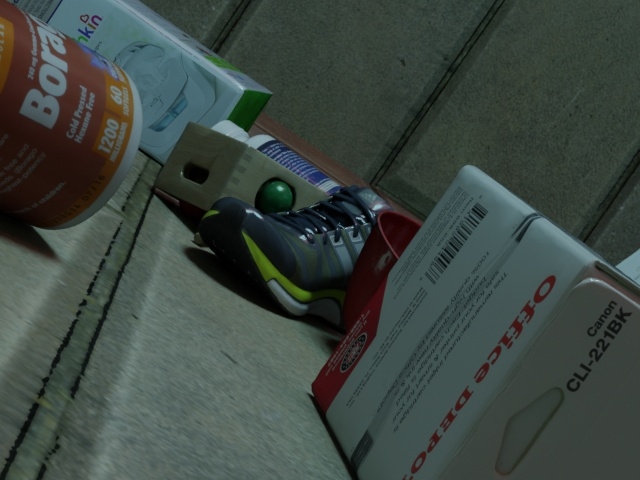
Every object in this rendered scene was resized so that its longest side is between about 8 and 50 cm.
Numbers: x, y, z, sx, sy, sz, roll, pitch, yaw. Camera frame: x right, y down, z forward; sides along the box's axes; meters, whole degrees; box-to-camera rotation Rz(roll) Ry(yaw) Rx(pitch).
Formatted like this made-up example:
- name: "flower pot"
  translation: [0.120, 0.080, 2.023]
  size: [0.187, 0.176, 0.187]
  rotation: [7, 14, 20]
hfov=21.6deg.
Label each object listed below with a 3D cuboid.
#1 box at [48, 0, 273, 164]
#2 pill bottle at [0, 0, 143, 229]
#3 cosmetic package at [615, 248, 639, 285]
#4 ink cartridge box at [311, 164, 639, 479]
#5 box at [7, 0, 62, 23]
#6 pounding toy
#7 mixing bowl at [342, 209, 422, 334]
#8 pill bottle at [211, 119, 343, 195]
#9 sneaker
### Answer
- name: "box"
  translation: [-0.190, -0.187, 1.894]
  size: [0.231, 0.127, 0.262]
  rotation: [34, 6, 1]
- name: "pill bottle"
  translation: [-0.221, -0.095, 1.024]
  size: [0.216, 0.121, 0.121]
  rotation: [28, 9, -47]
- name: "cosmetic package"
  translation: [0.470, 0.212, 1.733]
  size: [0.453, 0.161, 0.230]
  rotation: [40, -26, 39]
- name: "ink cartridge box"
  translation: [0.112, 0.085, 1.050]
  size: [0.114, 0.197, 0.273]
  rotation: [33, 6, -15]
- name: "box"
  translation: [-0.291, -0.180, 1.297]
  size: [0.137, 0.126, 0.072]
  rotation: [32, 5, -24]
- name: "pounding toy"
  translation: [-0.079, -0.034, 1.543]
  size: [0.130, 0.100, 0.141]
  rotation: [31, -4, -38]
- name: "mixing bowl"
  translation: [0.085, 0.070, 1.417]
  size: [0.181, 0.098, 0.181]
  rotation: [39, 16, -14]
- name: "pill bottle"
  translation: [-0.050, -0.051, 1.732]
  size: [0.169, 0.094, 0.094]
  rotation: [37, 6, 17]
- name: "sneaker"
  translation: [0.000, 0.000, 1.474]
  size: [0.111, 0.121, 0.300]
  rotation: [37, 7, 28]
